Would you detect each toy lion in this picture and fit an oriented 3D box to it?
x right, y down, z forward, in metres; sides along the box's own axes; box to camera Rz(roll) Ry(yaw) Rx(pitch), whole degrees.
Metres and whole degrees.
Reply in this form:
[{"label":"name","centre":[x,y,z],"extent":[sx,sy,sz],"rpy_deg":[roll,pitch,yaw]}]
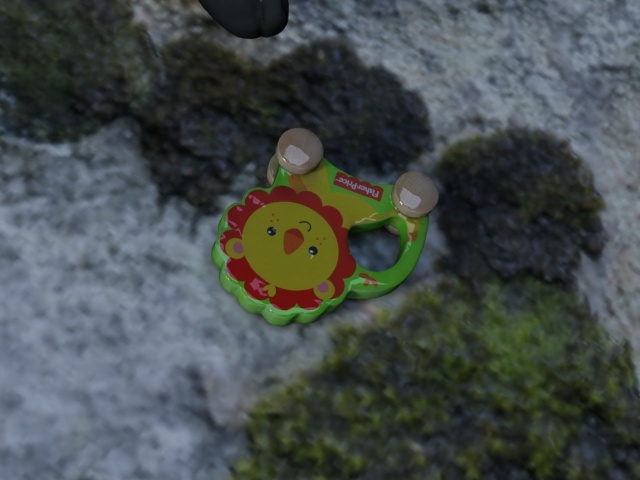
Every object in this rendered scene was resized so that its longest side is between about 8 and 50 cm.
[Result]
[{"label":"toy lion","centre":[0.000,0.000,0.751],"extent":[0.100,0.034,0.096],"rpy_deg":[19,65,-6]}]

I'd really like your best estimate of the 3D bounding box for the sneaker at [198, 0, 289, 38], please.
[{"label":"sneaker","centre":[-0.138,-0.220,0.793],"extent":[0.146,0.122,0.330],"rpy_deg":[-30,74,-10]}]
